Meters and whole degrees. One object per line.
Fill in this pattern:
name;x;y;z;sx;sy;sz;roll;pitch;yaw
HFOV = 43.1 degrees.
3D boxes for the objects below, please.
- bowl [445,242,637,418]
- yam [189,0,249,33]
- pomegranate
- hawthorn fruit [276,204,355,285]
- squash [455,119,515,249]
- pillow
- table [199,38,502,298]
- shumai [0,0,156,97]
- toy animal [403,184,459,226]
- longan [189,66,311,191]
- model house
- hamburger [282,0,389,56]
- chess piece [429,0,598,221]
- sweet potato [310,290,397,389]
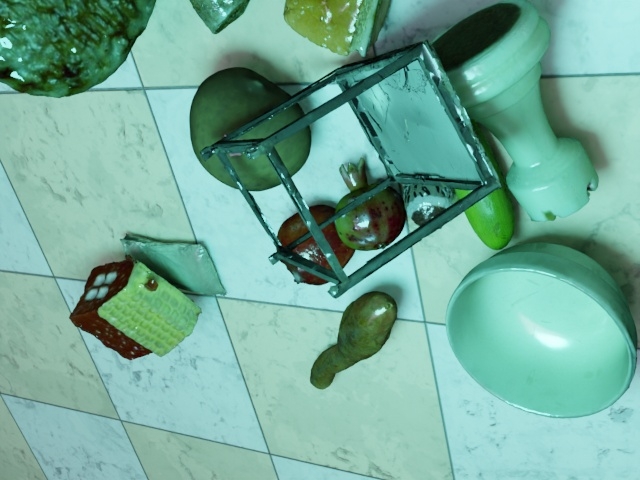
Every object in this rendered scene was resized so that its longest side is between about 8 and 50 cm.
bowl;0.371;0.129;1.336;0.307;0.163;0.307;17;131;20
yam;-0.184;-0.427;1.295;0.107;0.107;0.183;-15;118;38
pomegranate;0.088;-0.061;1.406;0.129;0.129;0.159;3;86;29
hawthorn fruit;0.000;0.000;1.494;0.172;0.148;0.148;-40;99;16
squash;0.241;-0.112;1.288;0.082;0.082;0.292;-14;114;37
pillow;-0.325;0.057;1.781;0.229;0.050;0.148;7;136;29
table;0.025;-0.104;1.152;0.222;0.272;0.335;59;168;-14
shumai;-0.482;-0.448;1.317;0.348;0.395;0.395;21;135;45
toy animal;0.175;-0.082;1.343;0.098;0.098;0.137;-21;105;40
longan;-0.124;-0.184;1.379;0.220;0.196;0.196;37;134;-5
model house;-0.386;0.144;1.748;0.196;0.160;0.254;41;146;-28
hamburger;0.031;-0.383;1.165;0.155;0.135;0.208;26;137;5
chess piece;0.284;-0.172;1.163;0.194;0.195;0.299;-17;122;38
sweet potato;0.071;0.196;1.614;0.109;0.109;0.385;35;146;3
